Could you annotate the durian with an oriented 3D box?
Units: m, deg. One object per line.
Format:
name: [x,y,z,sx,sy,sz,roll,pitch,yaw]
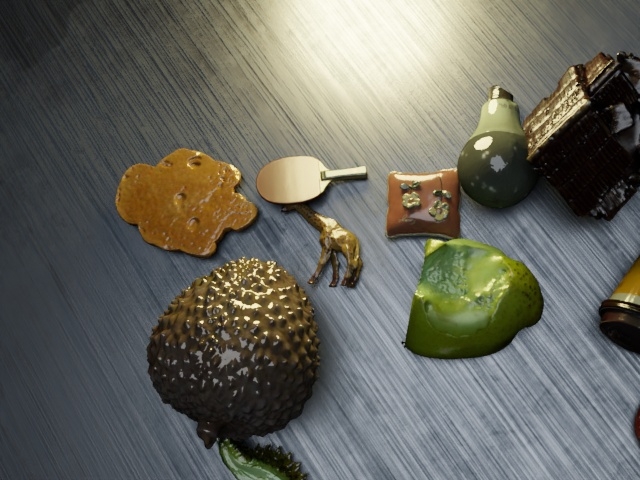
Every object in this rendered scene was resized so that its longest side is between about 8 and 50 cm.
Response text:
durian: [-0.111,0.531,1.698,0.375,0.106,0.132,35,85,15]

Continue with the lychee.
lychee: [-0.180,0.238,1.636,0.381,0.380,0.432,7,56,12]

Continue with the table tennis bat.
table tennis bat: [-0.022,-0.153,1.854,0.274,0.021,0.154,-6,53,2]

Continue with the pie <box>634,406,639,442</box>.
pie: [0.752,0.390,1.584,0.182,0.049,0.182,-5,76,18]

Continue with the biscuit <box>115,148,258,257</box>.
biscuit: [-0.335,-0.096,1.909,0.376,0.051,0.269,13,78,13]

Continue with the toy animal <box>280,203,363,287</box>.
toy animal: [0.009,-0.004,1.821,0.149,0.054,0.275,-24,76,10]

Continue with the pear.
pear: [0.342,0.139,1.665,0.282,0.176,0.286,15,82,12]

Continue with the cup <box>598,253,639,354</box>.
cup: [0.723,0.105,1.596,0.196,0.196,0.279,31,77,16]

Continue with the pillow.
pillow: [0.241,-0.087,1.782,0.179,0.075,0.171,0,78,12]

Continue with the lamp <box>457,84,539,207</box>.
lamp: [0.428,-0.215,1.744,0.182,0.182,0.313,20,61,14]

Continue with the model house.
model house: [0.595,-0.235,1.605,0.317,0.283,0.297,-45,64,23]
